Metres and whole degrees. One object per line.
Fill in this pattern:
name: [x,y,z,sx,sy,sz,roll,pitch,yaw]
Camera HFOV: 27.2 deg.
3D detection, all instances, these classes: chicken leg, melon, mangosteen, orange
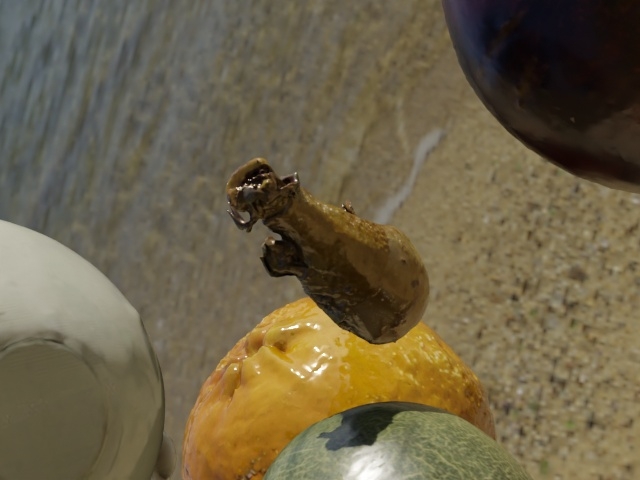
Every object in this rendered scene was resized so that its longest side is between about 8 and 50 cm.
chicken leg: [0.002,0.001,0.943,0.085,0.207,0.101,-44,43,7]
melon: [0.063,0.255,0.901,0.237,0.237,0.301,-49,53,45]
mangosteen: [0.157,-0.128,0.649,0.257,0.215,0.215,-164,88,-84]
orange: [0.008,0.216,1.398,0.341,0.293,0.340,-37,17,13]

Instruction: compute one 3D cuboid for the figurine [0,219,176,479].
figurine: [-0.255,0.137,0.698,0.394,0.227,0.274,-16,57,46]
